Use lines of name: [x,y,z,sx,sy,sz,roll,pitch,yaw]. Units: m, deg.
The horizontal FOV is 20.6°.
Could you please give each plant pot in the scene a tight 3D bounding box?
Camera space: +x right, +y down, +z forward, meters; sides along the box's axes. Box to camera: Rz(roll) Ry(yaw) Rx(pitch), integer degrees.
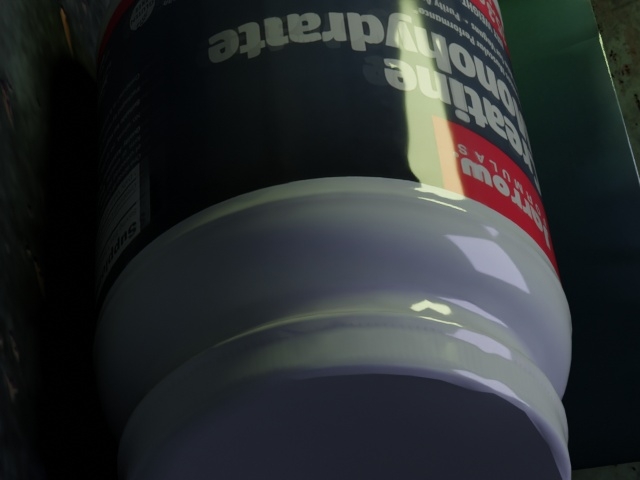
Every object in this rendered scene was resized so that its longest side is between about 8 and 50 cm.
plant pot: [0.078,0.009,1.052,0.293,0.235,0.293,-14,90,-80]

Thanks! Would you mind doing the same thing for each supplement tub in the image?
supplement tub: [0.000,0.000,0.741,0.191,0.191,0.272,65,13,-46]
